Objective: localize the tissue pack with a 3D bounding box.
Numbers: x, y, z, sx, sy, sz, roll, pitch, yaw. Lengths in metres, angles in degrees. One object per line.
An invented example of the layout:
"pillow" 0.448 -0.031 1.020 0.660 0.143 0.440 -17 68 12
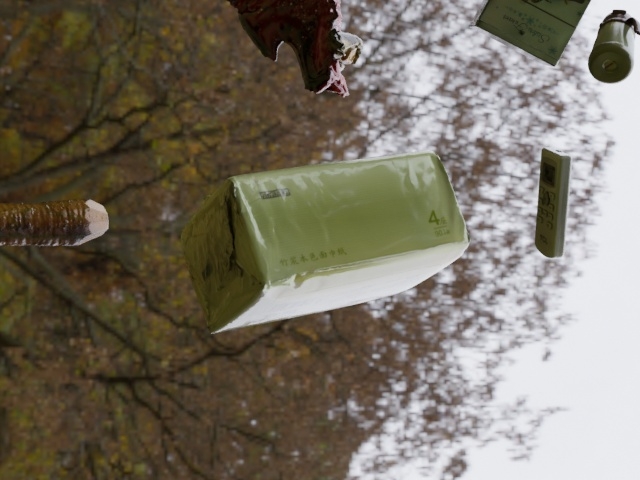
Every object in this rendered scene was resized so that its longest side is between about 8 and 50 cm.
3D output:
"tissue pack" 0.000 0.000 1.011 0.159 0.234 0.125 -42 -117 58

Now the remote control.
"remote control" 0.406 -0.064 1.805 0.087 0.029 0.190 -123 -147 -70

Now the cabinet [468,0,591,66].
"cabinet" 0.356 -0.406 1.657 0.206 0.145 0.150 -63 -179 12

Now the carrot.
"carrot" -0.438 -0.021 1.366 0.066 0.314 0.066 5 -84 57

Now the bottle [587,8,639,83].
"bottle" 0.315 -0.210 1.094 0.063 0.047 0.101 -15 -148 33

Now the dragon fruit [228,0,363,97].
"dragon fruit" -0.018 -0.235 1.065 0.092 0.122 0.192 120 -37 -47
